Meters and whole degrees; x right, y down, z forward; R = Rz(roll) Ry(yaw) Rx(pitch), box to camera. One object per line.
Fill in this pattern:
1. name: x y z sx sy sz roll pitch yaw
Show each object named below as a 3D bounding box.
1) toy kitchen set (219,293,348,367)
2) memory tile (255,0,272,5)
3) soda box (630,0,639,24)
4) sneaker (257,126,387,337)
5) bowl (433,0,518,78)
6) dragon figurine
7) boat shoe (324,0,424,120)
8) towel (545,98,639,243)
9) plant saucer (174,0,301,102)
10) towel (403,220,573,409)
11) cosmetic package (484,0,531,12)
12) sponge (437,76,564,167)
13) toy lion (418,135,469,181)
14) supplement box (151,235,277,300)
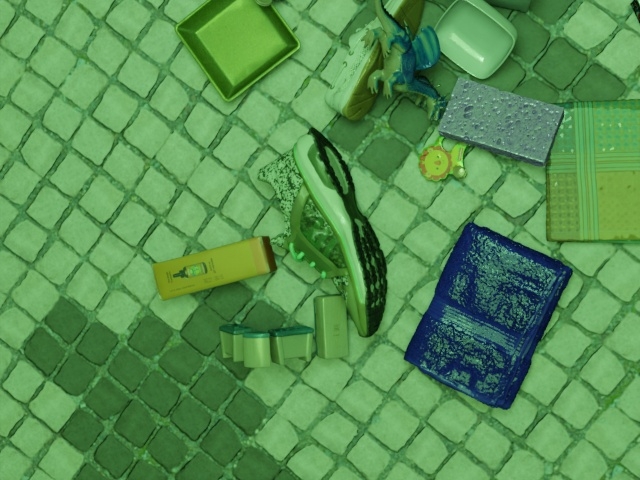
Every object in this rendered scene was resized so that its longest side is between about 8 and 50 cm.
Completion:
1. toy kitchen set: -0.075 0.170 1.877 0.207 0.166 0.122 -4 93 -27
2. memory tile: -0.121 -0.521 1.837 0.148 0.012 0.113 49 56 4
3. soda box: 0.655 -0.448 1.723 0.169 0.060 0.053 -25 90 10
4. sneaker: 0.000 0.000 1.830 0.182 0.158 0.410 -22 83 22
5. bowl: 0.290 -0.383 1.761 0.142 0.142 0.053 38 56 0
6. dragon figurine: 0.157 -0.347 1.726 0.144 0.085 0.289 -24 120 -27
7. boat shoe: 0.093 -0.367 1.804 0.096 0.098 0.277 33 92 34
8. towel: 0.605 -0.128 1.761 0.370 0.040 0.271 -1 92 11
9. plant saucer: -0.159 -0.396 1.868 0.188 0.045 0.188 -36 86 9
10. towel: 0.316 0.145 1.802 0.227 0.076 0.308 24 97 7
11. cosmetic package: 0.299 -0.558 1.739 0.224 0.138 0.225 13 96 9
12. sponge: 0.335 -0.220 1.770 0.210 0.031 0.117 20 77 19
13. toy lion: 0.237 -0.161 1.825 0.096 0.034 0.100 12 95 16
14. supplement box: -0.210 0.054 1.885 0.233 0.080 0.078 -14 90 8
